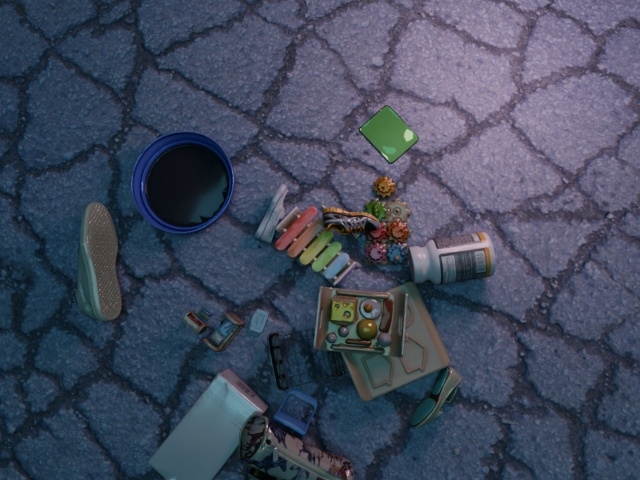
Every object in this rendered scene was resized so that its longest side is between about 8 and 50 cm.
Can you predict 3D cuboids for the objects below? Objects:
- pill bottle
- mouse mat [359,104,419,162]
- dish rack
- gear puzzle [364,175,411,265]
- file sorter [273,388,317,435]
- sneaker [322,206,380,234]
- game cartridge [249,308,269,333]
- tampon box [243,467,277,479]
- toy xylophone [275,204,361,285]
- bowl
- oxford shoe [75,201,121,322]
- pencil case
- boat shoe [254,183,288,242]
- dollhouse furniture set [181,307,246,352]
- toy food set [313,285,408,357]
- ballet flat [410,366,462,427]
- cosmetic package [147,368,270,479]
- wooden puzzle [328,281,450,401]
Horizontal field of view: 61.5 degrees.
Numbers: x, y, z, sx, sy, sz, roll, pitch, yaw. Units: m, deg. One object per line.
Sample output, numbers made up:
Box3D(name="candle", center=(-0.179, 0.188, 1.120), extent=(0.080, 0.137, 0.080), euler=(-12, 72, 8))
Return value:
Box3D(name="pill bottle", center=(0.457, 0.067, 1.892), extent=(0.278, 0.162, 0.162), euler=(-9, 82, 3))
Box3D(name="mouse mat", center=(0.261, -0.404, 2.044), extent=(0.152, 0.007, 0.190), euler=(-41, 83, -2))
Box3D(name="dish rack", center=(-0.041, 0.409, 1.914), extent=(0.271, 0.074, 0.208), euler=(-10, 83, -10))
Box3D(name="gear puzzle", center=(0.248, -0.076, 1.981), extent=(0.175, 0.044, 0.339), euler=(0, 82, 3))
Box3D(name="file sorter", center=(-0.078, 0.583, 1.852), extent=(0.118, 0.170, 0.104), euler=(28, 81, 6))
Box3D(name="sneaker", center=(0.107, -0.057, 1.927), extent=(0.215, 0.084, 0.083), euler=(9, 63, -2))
Box3D(name="game cartridge", center=(-0.227, 0.295, 1.975), extent=(0.056, 0.017, 0.083), euler=(20, 84, 2))
Box3D(name="tampon box", center=(-0.235, 0.874, 1.845), extent=(0.101, 0.120, 0.161), euler=(30, 85, 6))
Box3D(name="toy xylophone", center=(0.000, 0.000, 1.968), extent=(0.322, 0.081, 0.236), euler=(35, 85, 7))
Box3D(name="bowl", center=(-0.511, -0.215, 2.029), extent=(0.391, 0.077, 0.391), euler=(0, 83, 3))
Box3D(name="oxford shoe", center=(-0.833, 0.081, 1.976), extent=(0.130, 0.169, 0.449), euler=(-11, 82, 24))
Box3D(name="pencil case", center=(-0.073, 0.726, 1.762), extent=(0.410, 0.183, 0.160), euler=(35, 75, -20))
Box3D(name="boat shoe", center=(-0.164, -0.097, 2.000), extent=(0.076, 0.083, 0.226), euler=(27, 97, -4))
Box3D(name="dollhouse furniture set", center=(-0.389, 0.290, 1.927), extent=(0.183, 0.129, 0.129), euler=(39, 86, 7))
Box3D(name="toy food set", center=(0.137, 0.276, 1.836), extent=(0.306, 0.092, 0.220), euler=(5, 80, -1))
Box3D(name="ballet flat", center=(0.411, 0.560, 1.875), extent=(0.086, 0.086, 0.248), euler=(34, 85, 7))
Box3D(name="cosmetic package", center=(-0.380, 0.669, 1.866), extent=(0.217, 0.156, 0.385), euler=(40, 87, 8))
Box3D(name="wooden puzzle", center=(0.240, 0.356, 1.912), extent=(0.348, 0.080, 0.322), euler=(-23, 82, -5))
